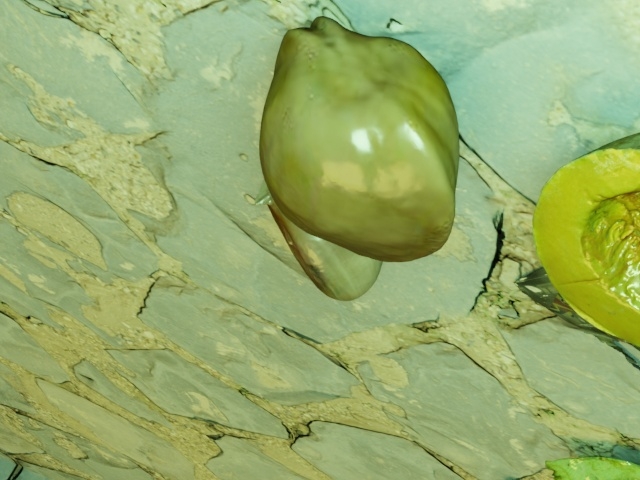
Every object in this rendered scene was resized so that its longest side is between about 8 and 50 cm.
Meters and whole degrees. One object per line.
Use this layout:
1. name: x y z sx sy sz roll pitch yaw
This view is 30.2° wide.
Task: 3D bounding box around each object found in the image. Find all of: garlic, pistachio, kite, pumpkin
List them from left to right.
1. garlic: 0.010 0.008 1.306 0.128 0.090 0.198 30 167 34
2. pistachio: 0.033 -0.065 1.034 0.213 0.162 0.260 57 165 19
3. kite: 0.315 0.098 1.229 0.245 0.015 0.141 40 155 -21
4. pumpkin: 0.291 -0.013 0.953 0.217 0.110 0.217 28 147 20

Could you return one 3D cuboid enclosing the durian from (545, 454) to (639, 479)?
1. durian: 0.482 0.365 1.507 0.394 0.163 0.198 11 112 24
